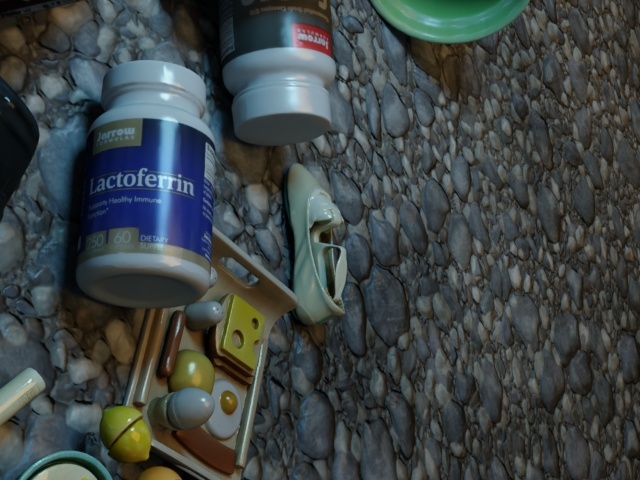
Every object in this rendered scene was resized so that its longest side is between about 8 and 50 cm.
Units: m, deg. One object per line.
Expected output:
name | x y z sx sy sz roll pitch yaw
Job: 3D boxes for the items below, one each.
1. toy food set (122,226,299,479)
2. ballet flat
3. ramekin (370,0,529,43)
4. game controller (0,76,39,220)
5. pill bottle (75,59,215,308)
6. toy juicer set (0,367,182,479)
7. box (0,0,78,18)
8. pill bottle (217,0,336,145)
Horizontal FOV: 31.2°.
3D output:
toy food set | -0.118 0.156 1.427 0.219 0.092 0.306 41 47 -40
ballet flat | 0.000 0.000 1.668 0.086 0.086 0.249 16 65 -53
ramekin | 0.228 -0.509 2.002 0.303 0.303 0.148 50 34 -34
game controller | -0.388 -0.057 1.155 0.166 0.067 0.319 64 33 -42
pill bottle | -0.200 -0.065 1.335 0.153 0.153 0.265 26 57 -49
toy juicer set | -0.250 0.248 1.169 0.329 0.089 0.209 47 59 -34
box | -0.301 -0.375 1.260 0.167 0.168 0.203 63 38 -33
pill bottle | -0.061 -0.289 1.609 0.161 0.161 0.283 14 67 -53
